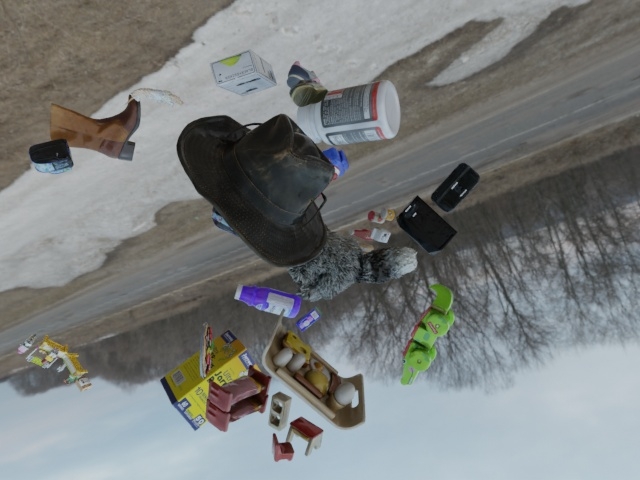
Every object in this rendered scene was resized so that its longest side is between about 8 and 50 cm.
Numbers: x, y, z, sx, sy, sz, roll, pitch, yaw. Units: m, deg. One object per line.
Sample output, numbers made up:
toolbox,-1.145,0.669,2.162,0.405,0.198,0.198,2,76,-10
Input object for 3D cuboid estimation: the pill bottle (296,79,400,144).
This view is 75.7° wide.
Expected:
pill bottle,0.105,-0.479,1.585,0.363,0.210,0.210,0,-179,28

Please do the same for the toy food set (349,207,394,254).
toy food set,0.167,-0.020,1.472,0.105,0.232,0.111,10,-157,-24

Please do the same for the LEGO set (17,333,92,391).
LEGO set,-0.972,0.463,1.510,0.107,0.287,0.132,-44,-167,-3

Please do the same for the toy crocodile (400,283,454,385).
toy crocodile,0.322,0.293,1.264,0.105,0.340,0.115,28,-162,23

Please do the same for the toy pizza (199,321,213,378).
toy pizza,-0.411,0.398,1.497,0.032,0.201,0.201,1,170,-10

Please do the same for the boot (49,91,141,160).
boot,-0.812,-0.443,1.495,0.281,0.263,0.096,11,-159,-27

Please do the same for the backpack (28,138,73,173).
backpack,-0.890,-0.272,1.365,0.115,0.105,0.084,-17,154,-23

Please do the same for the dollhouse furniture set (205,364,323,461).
dollhouse furniture set,-0.190,0.585,1.395,0.374,0.152,0.201,16,-169,34

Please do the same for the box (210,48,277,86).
box,-0.292,-0.651,1.618,0.169,0.087,0.290,-13,-170,12

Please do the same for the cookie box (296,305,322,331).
cookie box,-0.042,0.296,1.564,0.092,0.040,0.107,-39,177,0

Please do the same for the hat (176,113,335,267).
hat,-0.058,-0.118,0.682,0.134,0.331,0.331,-35,165,25

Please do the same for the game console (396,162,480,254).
game console,0.477,-0.135,1.581,0.361,0.213,0.044,-47,-177,-3

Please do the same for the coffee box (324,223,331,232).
coffee box,0.000,0.000,2.192,0.141,0.098,0.246,-33,175,-1

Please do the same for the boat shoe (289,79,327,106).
boat shoe,-0.054,-0.516,1.423,0.080,0.073,0.224,-53,170,32

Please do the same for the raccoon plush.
raccoon plush,0.029,-0.012,1.226,0.447,0.299,0.216,-19,-144,17

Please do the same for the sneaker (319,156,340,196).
sneaker,-0.004,-0.204,1.379,0.087,0.127,0.221,20,180,19

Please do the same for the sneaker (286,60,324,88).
sneaker,-0.020,-0.758,2.021,0.112,0.130,0.319,-9,156,45

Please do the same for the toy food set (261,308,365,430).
toy food set,-0.008,0.320,1.070,0.092,0.306,0.219,-46,-173,13

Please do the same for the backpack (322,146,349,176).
backpack,0.057,-0.329,1.696,0.101,0.097,0.120,-25,155,12

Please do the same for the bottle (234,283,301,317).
bottle,-0.232,0.260,1.809,0.283,0.092,0.118,17,145,-11

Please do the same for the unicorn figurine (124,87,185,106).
unicorn figurine,-0.536,-0.469,1.341,0.162,0.060,0.111,-5,-174,5

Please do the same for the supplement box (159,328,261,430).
supplement box,-0.468,0.596,1.788,0.357,0.194,0.195,-36,-147,-21

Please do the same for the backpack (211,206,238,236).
backpack,-0.302,-0.101,1.483,0.174,0.158,0.117,19,-164,28
